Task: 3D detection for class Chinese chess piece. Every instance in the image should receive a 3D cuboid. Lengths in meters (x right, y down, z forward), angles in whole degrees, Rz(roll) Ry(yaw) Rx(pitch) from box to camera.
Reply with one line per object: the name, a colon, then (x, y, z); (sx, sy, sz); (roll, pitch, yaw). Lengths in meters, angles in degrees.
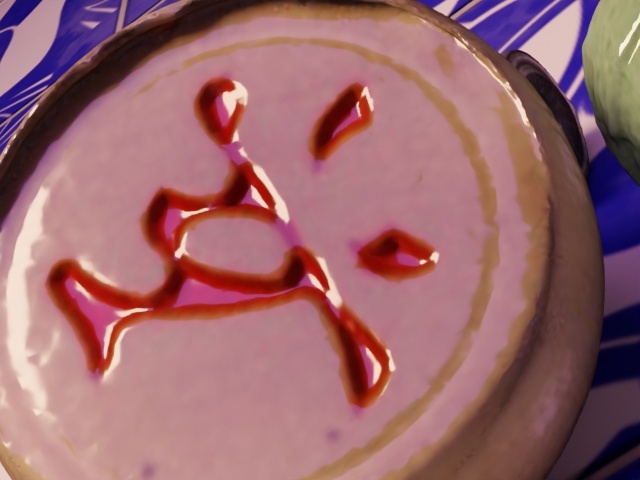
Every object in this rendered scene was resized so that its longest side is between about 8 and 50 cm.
Chinese chess piece: (-0.015, 0.021, 0.671); (0.250, 0.103, 0.250); (-6, 66, 14)

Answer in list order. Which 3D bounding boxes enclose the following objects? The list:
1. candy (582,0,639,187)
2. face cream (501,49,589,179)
candy: (0.188, 0.010, 0.541); (0.119, 0.119, 0.440); (-37, 29, 11)
face cream: (0.000, 0.000, 0.873); (0.283, 0.073, 0.073); (-29, 26, 28)
